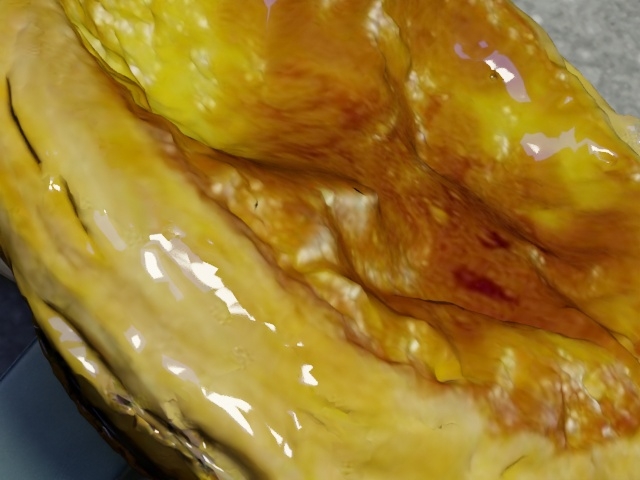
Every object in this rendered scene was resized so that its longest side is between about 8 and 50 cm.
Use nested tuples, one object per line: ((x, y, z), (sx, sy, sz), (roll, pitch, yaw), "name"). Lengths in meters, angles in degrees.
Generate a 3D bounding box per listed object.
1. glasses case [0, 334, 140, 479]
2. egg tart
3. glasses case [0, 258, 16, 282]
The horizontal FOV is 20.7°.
((-0.156, 0.140, 0.900), (0.105, 0.056, 0.266), (23, 60, 29), "glasses case")
((0.000, 0.000, 0.854), (0.443, 0.178, 0.443), (26, 36, -21), "egg tart")
((-0.119, -0.057, 0.993), (0.081, 0.051, 0.204), (36, 63, 2), "glasses case")
